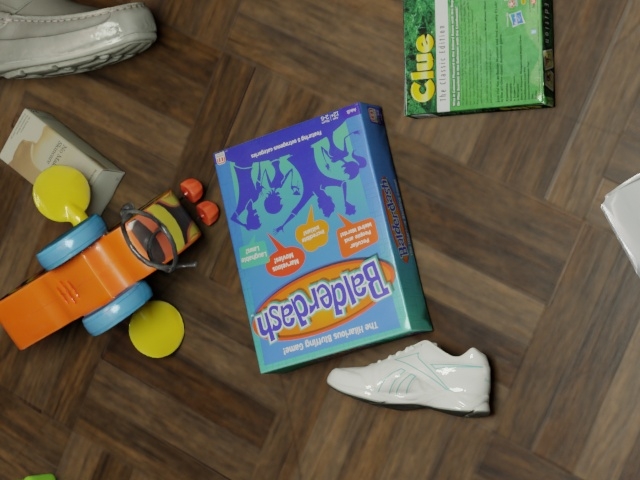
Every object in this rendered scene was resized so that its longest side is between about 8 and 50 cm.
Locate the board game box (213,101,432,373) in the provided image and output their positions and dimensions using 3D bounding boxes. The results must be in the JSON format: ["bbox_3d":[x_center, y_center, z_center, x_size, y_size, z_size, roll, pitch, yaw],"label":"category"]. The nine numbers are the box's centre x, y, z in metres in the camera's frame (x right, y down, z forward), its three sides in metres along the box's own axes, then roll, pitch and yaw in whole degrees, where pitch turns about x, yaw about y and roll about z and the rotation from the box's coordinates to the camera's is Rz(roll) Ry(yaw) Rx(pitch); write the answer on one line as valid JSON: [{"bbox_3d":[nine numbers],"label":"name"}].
[{"bbox_3d":[0.000,0.000,1.744,0.160,0.047,0.210,-18,79,27],"label":"board game box"}]

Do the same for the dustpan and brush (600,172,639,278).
[{"bbox_3d":[0.350,-0.023,1.553,0.211,0.060,0.147,-32,84,31],"label":"dustpan and brush"}]

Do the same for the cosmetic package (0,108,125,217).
[{"bbox_3d":[-0.252,-0.074,1.892,0.115,0.041,0.060,36,104,26],"label":"cosmetic package"}]

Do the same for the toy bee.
[{"bbox_3d":[-0.170,0.018,1.801,0.298,0.162,0.195,2,120,41],"label":"toy bee"}]

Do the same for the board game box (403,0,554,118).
[{"bbox_3d":[0.135,-0.240,1.693,0.136,0.030,0.260,-2,86,27],"label":"board game box"}]

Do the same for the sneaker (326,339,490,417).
[{"bbox_3d":[0.080,0.118,1.696,0.152,0.053,0.061,3,80,23],"label":"sneaker"}]

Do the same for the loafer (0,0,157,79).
[{"bbox_3d":[-0.300,-0.211,1.886,0.319,0.112,0.111,-3,94,30],"label":"loafer"}]

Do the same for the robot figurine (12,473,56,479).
[{"bbox_3d":[-0.270,0.284,1.868,0.101,0.067,0.115,-17,79,28],"label":"robot figurine"}]
